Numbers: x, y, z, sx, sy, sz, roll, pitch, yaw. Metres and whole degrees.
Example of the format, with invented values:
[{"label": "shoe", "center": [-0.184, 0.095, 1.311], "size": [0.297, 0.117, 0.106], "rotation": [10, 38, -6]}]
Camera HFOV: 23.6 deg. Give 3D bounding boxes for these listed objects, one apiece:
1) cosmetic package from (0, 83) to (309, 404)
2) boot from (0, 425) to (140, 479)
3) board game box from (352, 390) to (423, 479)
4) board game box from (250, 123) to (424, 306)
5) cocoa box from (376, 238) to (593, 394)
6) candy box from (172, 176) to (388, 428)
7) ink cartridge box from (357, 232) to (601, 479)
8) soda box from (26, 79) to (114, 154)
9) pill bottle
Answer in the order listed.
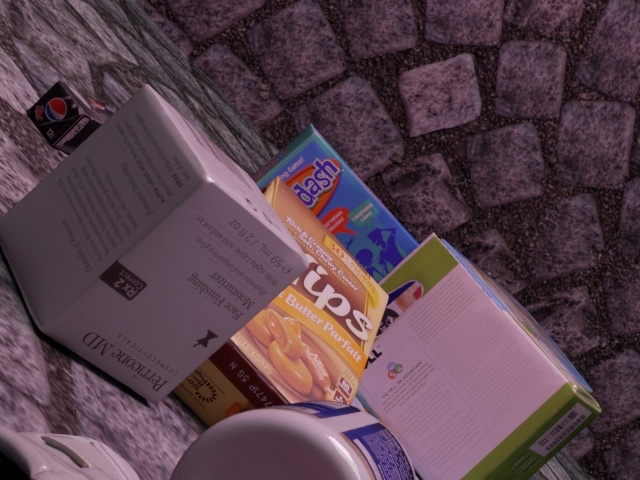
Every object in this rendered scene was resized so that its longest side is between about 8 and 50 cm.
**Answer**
[{"label": "cosmetic package", "center": [-0.142, 0.004, 1.279], "size": [0.151, 0.184, 0.151], "rotation": [41, 9, -44]}, {"label": "boot", "center": [-0.117, 0.200, 0.837], "size": [0.258, 0.095, 0.123], "rotation": [43, 9, 34]}, {"label": "board game box", "center": [0.107, 0.294, 1.671], "size": [0.318, 0.066, 0.318], "rotation": [44, 8, -28]}, {"label": "board game box", "center": [0.000, 0.000, 1.714], "size": [0.210, 0.160, 0.047], "rotation": [47, 7, -17]}, {"label": "cocoa box", "center": [0.209, 0.183, 2.209], "size": [0.231, 0.228, 0.347], "rotation": [51, 8, 24]}, {"label": "candy box", "center": [-0.044, 0.081, 1.499], "size": [0.183, 0.087, 0.316], "rotation": [48, 25, -11]}, {"label": "ink cartridge box", "center": [0.149, 0.147, 1.679], "size": [0.255, 0.189, 0.097], "rotation": [51, 9, 31]}, {"label": "soda box", "center": [-0.264, -0.125, 1.763], "size": [0.060, 0.053, 0.169], "rotation": [51, 7, 22]}, {"label": "pill bottle", "center": [-0.009, 0.198, 1.162], "size": [0.153, 0.153, 0.265], "rotation": [49, 8, 12]}]
